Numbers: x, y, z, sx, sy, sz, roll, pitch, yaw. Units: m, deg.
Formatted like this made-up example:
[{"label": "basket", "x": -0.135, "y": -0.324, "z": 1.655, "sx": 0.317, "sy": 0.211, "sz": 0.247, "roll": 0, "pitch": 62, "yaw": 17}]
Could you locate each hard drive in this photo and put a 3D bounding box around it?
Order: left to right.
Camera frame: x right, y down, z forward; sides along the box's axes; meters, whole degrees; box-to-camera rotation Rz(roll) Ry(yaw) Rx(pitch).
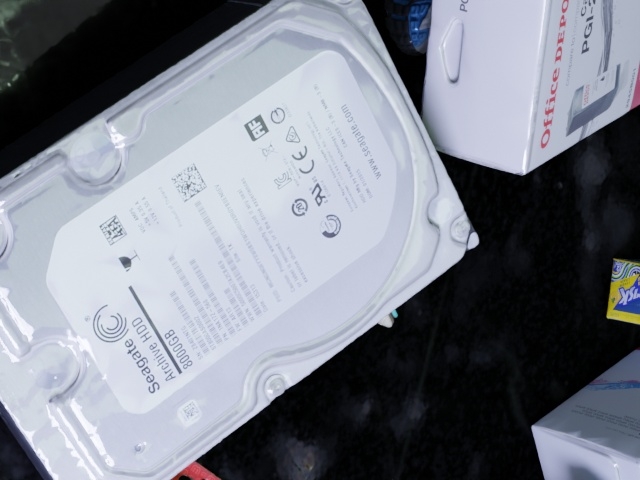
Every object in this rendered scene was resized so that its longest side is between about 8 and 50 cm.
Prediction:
[{"label": "hard drive", "x": -0.077, "y": -0.002, "z": 1.046, "sx": 0.339, "sy": 0.064, "sz": 0.237, "roll": -35, "pitch": 114, "yaw": -17}]

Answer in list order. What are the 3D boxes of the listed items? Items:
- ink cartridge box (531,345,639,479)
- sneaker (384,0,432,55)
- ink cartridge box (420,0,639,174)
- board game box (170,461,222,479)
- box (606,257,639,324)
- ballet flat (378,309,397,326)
[{"label": "ink cartridge box", "x": 0.290, "y": 0.179, "z": 1.354, "sx": 0.176, "sy": 0.127, "sz": 0.128, "roll": -30, "pitch": 115, "yaw": -30}, {"label": "sneaker", "x": 0.117, "y": -0.213, "z": 1.194, "sx": 0.083, "sy": 0.071, "sz": 0.191, "roll": 37, "pitch": 76, "yaw": -42}, {"label": "ink cartridge box", "x": 0.171, "y": -0.159, "z": 1.173, "sx": 0.218, "sy": 0.092, "sz": 0.159, "roll": -28, "pitch": 130, "yaw": -47}, {"label": "board game box", "x": -0.137, "y": 0.273, "z": 1.106, "sx": 0.124, "sy": 0.039, "sz": 0.259, "roll": 42, "pitch": 70, "yaw": -35}, {"label": "box", "x": 0.329, "y": 0.047, "z": 1.405, "sx": 0.169, "sy": 0.059, "sz": 0.054, "roll": 3, "pitch": 95, "yaw": -38}, {"label": "ballet flat", "x": 0.000, "y": 0.000, "z": 1.160, "sx": 0.052, "sy": 0.057, "sz": 0.168, "roll": -28, "pitch": 113, "yaw": 0}]
